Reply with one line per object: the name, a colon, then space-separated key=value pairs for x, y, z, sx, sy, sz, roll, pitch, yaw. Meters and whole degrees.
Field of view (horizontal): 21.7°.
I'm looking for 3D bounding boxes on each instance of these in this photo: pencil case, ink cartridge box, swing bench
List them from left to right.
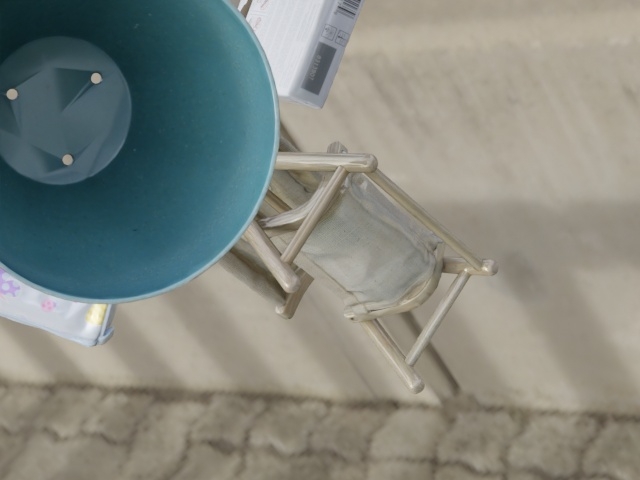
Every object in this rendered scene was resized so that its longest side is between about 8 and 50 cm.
pencil case: x=-0.371 y=0.043 z=1.988 sx=0.273 sy=0.113 sz=0.124 roll=13 pitch=52 yaw=-8
ink cartridge box: x=-0.033 y=-0.261 z=1.998 sx=0.232 sy=0.066 sz=0.189 roll=21 pitch=90 yaw=66
swing bench: x=0.000 y=0.000 z=1.753 sx=0.254 sy=0.253 sz=0.165 roll=27 pitch=81 yaw=45

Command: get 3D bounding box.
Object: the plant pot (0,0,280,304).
plant pot: x=-0.205 y=-0.104 z=1.450 sx=0.290 sy=0.290 sz=0.195 roll=-43 pitch=22 yaw=-11
